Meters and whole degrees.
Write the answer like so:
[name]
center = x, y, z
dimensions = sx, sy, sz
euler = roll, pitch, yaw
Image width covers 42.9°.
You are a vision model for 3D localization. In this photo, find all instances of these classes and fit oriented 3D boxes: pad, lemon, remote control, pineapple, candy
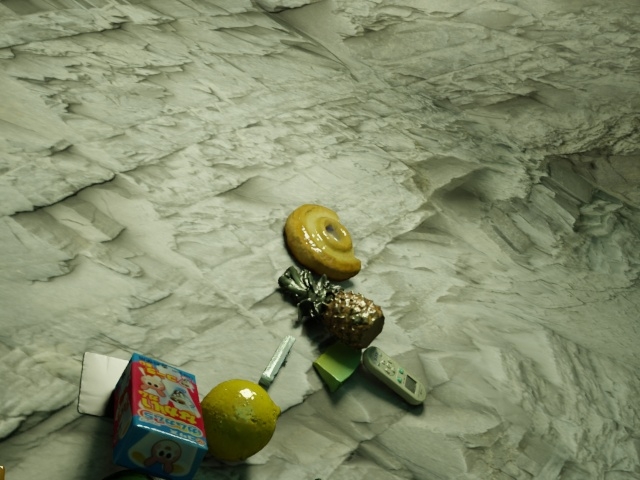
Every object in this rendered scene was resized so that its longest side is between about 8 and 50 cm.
[pad]
center = -0.468, 0.317, 1.775
dimensions = 0.112, 0.003, 0.157
euler = 18, 41, -25
[lemon]
center = -0.189, 0.395, 1.786
dimensions = 0.206, 0.173, 0.173
euler = -27, 70, -34
[remote control]
center = 0.199, 0.370, 2.219
dimensions = 0.221, 0.042, 0.078
euler = 40, 34, -15
[pineapple]
center = 0.019, 0.175, 2.215
dimensions = 0.310, 0.141, 0.170
euler = 32, 49, 25
[candy]
center = -0.331, 0.358, 1.662
dimensions = 0.157, 0.100, 0.306
euler = 26, 12, -20

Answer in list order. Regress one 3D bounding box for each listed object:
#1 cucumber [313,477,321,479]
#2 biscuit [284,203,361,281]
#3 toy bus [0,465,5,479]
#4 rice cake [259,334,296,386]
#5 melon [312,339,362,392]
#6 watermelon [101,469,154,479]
[cucumber]
center = -0.021, 0.587, 1.835
dimensions = 0.032, 0.032, 0.133
euler = 33, 38, -7
[biscuit]
center = 0.001, -0.001, 2.431
dimensions = 0.213, 0.091, 0.274
euler = 0, 53, -42
[toy bus]
center = -0.595, 0.492, 1.389
dimensions = 0.098, 0.114, 0.201
euler = 12, 44, -29
[rice cake]
center = -0.105, 0.305, 2.065
dimensions = 0.042, 0.030, 0.180
euler = 32, 37, 0
[melon]
center = 0.054, 0.311, 2.198
dimensions = 0.114, 0.053, 0.262
euler = 22, 32, 9
[watermelon]
center = -0.387, 0.515, 1.530
dimensions = 0.187, 0.141, 0.141
euler = -28, 66, -11
